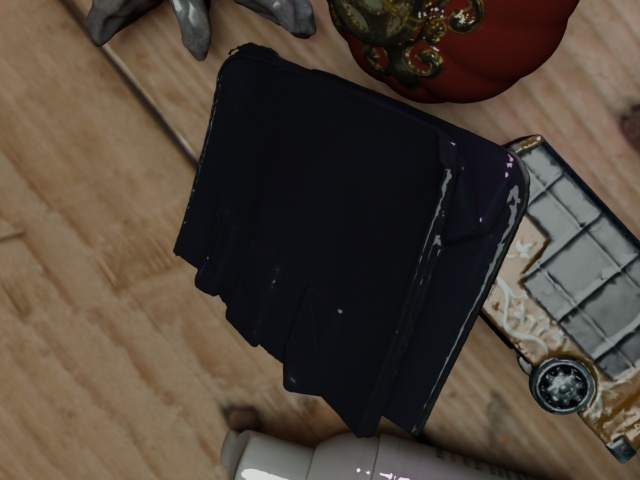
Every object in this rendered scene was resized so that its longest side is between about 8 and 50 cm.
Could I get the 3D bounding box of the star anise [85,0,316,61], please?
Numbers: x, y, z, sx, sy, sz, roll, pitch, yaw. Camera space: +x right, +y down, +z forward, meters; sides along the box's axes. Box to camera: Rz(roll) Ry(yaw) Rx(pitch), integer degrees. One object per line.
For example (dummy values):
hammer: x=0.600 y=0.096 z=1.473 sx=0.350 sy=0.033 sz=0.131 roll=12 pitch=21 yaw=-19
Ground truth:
star anise: x=-0.134 y=-0.319 z=0.665 sx=0.359 sy=0.139 sz=0.316 roll=43 pitch=96 yaw=-1

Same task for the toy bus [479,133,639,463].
toy bus: x=0.222 y=0.045 z=0.676 sx=0.167 sy=0.138 sz=0.275 roll=-42 pitch=89 yaw=10

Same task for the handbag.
handbag: x=0.000 y=0.000 z=0.633 sx=0.118 sy=0.326 sz=0.269 roll=9 pitch=109 yaw=-38

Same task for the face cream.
face cream: x=0.069 y=0.268 z=0.727 sx=0.370 sy=0.145 sz=0.145 roll=14 pitch=101 yaw=5

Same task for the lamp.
lamp: x=0.109 y=-0.227 z=0.615 sx=0.227 sy=0.227 sz=0.226 roll=1 pitch=99 yaw=8
